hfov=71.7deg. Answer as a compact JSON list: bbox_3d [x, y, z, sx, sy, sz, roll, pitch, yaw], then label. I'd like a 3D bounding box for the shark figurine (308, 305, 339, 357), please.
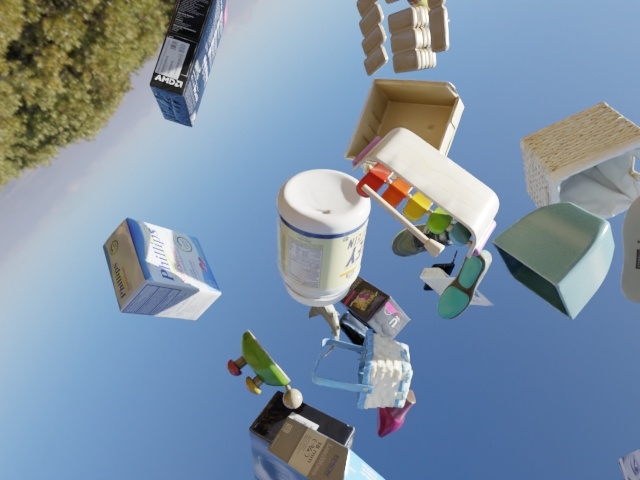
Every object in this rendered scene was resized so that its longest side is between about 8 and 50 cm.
[{"bbox_3d":[0.006,0.281,1.621,0.116,0.166,0.278,-32,-111,21],"label":"shark figurine"}]

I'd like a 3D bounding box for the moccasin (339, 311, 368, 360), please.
[{"bbox_3d":[0.199,0.498,2.088,0.138,0.342,0.117,-48,173,34],"label":"moccasin"}]

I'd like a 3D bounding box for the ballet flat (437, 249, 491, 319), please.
[{"bbox_3d":[0.365,0.113,1.112,0.072,0.068,0.213,40,-53,28],"label":"ballet flat"}]

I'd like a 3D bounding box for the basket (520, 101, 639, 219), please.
[{"bbox_3d":[0.921,-0.245,1.568,0.331,0.328,0.266,-25,-135,10],"label":"basket"}]

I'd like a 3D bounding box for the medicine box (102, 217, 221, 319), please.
[{"bbox_3d":[-0.508,0.098,1.422,0.149,0.289,0.263,-43,-123,17],"label":"medicine box"}]

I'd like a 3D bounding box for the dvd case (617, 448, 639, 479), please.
[{"bbox_3d":[0.748,0.550,0.985,0.018,0.221,0.165,1,-129,4],"label":"dvd case"}]

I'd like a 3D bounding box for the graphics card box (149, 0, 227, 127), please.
[{"bbox_3d":[-0.345,-0.522,1.199,0.233,0.094,0.371,156,-52,-78],"label":"graphics card box"}]

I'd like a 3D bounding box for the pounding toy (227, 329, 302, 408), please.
[{"bbox_3d":[-0.167,0.364,1.200,0.110,0.237,0.183,-39,-154,-14],"label":"pounding toy"}]

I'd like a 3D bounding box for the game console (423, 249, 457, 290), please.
[{"bbox_3d":[0.385,0.096,1.423,0.071,0.107,0.122,-102,-166,-45],"label":"game console"}]

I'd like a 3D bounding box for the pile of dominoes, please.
[{"bbox_3d":[0.124,-0.389,0.674,0.040,0.251,0.196,-19,-159,-26],"label":"pile of dominoes"}]

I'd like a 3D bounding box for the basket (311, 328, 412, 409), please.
[{"bbox_3d":[0.127,0.394,1.365,0.255,0.288,0.201,-56,160,-72],"label":"basket"}]

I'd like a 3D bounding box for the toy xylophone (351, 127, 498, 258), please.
[{"bbox_3d":[0.199,-0.091,0.878,0.236,0.323,0.081,-38,167,-29],"label":"toy xylophone"}]

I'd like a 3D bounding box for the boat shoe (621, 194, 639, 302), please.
[{"bbox_3d":[0.539,0.008,0.722,0.065,0.083,0.184,17,-71,51],"label":"boat shoe"}]

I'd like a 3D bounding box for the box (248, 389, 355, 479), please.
[{"bbox_3d":[-0.061,0.706,1.456,0.296,0.294,0.183,18,-142,24],"label":"box"}]

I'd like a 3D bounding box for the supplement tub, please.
[{"bbox_3d":[0.000,0.000,1.194,0.235,0.325,0.235,2,-137,-2],"label":"supplement tub"}]

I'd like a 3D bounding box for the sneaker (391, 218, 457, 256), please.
[{"bbox_3d":[0.393,-0.017,1.545,0.299,0.111,0.121,-19,180,4],"label":"sneaker"}]

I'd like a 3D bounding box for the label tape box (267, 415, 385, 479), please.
[{"bbox_3d":[0.064,0.564,1.036,0.333,0.241,0.106,2,-131,49],"label":"label tape box"}]

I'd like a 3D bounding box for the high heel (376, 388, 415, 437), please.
[{"bbox_3d":[0.249,0.551,1.656,0.181,0.127,0.377,-55,-177,14],"label":"high heel"}]

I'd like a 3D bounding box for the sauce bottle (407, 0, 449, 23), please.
[{"bbox_3d":[0.241,-0.509,0.973,0.042,0.128,0.042,-17,-113,45],"label":"sauce bottle"}]

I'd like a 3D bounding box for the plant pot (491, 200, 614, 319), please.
[{"bbox_3d":[0.724,0.034,1.331,0.252,0.248,0.247,-45,-138,3],"label":"plant pot"}]

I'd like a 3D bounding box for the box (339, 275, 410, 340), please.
[{"bbox_3d":[0.210,0.278,1.829,0.143,0.165,0.270,-46,-150,-7],"label":"box"}]

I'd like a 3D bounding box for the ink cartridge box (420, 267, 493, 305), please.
[{"bbox_3d":[0.401,0.132,1.300,0.045,0.145,0.179,-59,-159,-21],"label":"ink cartridge box"}]

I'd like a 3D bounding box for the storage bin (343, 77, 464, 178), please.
[{"bbox_3d":[0.246,-0.320,1.299,0.260,0.123,0.262,17,-96,35],"label":"storage bin"}]
